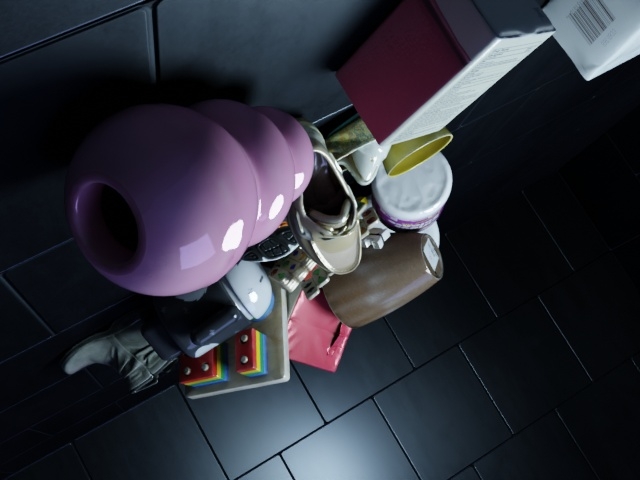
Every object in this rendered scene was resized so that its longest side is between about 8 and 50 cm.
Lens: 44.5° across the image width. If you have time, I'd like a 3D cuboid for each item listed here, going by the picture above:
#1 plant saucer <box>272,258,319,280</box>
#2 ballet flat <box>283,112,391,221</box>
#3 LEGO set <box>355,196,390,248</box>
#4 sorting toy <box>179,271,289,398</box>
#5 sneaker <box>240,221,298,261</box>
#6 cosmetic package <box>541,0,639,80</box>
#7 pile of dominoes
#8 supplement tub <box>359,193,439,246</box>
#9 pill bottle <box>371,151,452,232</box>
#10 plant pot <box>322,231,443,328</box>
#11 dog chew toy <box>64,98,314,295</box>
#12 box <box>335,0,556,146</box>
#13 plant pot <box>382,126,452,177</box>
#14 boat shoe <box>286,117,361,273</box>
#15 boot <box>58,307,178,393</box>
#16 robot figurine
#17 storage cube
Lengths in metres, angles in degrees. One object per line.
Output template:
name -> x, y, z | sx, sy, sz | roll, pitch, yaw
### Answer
plant saucer -> -0.078, 0.141, 2.072 | 0.258, 0.048, 0.259 | -8, 117, -70
ballet flat -> 0.021, -0.120, 1.291 | 0.348, 0.123, 0.123 | -30, 171, -6
LEGO set -> 0.062, -0.049, 1.749 | 0.227, 0.087, 0.093 | 6, -141, 45
sorting toy -> -0.207, 0.201, 1.747 | 0.257, 0.255, 0.089 | -15, 153, 22
sneaker -> -0.060, -0.025, 1.605 | 0.262, 0.099, 0.121 | -27, 174, -14
cosmetic package -> 0.583, -0.438, 1.266 | 0.385, 0.156, 0.217 | -29, 171, -16
pile of dominoes -> 0.000, 0.000, 1.619 | 0.251, 0.040, 0.196 | -49, -150, -12
supplement tub -> 0.162, 0.025, 2.085 | 0.241, 0.241, 0.331 | -28, 170, -14
pill bottle -> 0.197, -0.105, 1.745 | 0.169, 0.169, 0.301 | -31, 170, -1
plant pot -> 0.150, 0.066, 1.765 | 0.230, 0.215, 0.215 | -20, 177, 28
dog chew toy -> -0.125, -0.070, 0.896 | 0.206, 0.206, 0.332 | -38, 177, 38
box -> 0.157, -0.246, 1.023 | 0.149, 0.127, 0.232 | -21, 166, -45
plant pot -> 0.154, -0.189, 1.398 | 0.134, 0.095, 0.134 | -30, 171, -5
boat shoe -> 0.006, -0.045, 1.203 | 0.109, 0.098, 0.302 | -27, 131, -8
boot -> -0.448, 0.272, 1.726 | 0.246, 0.161, 0.083 | -32, 170, 8
robot figurine -> -0.237, 0.130, 1.625 | 0.278, 0.209, 0.173 | -32, 155, 0
storage cube -> -0.057, 0.186, 1.871 | 0.193, 0.215, 0.183 | 24, 86, -40
